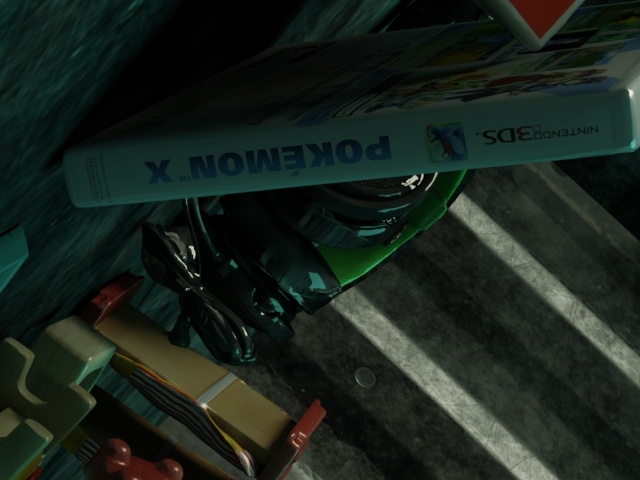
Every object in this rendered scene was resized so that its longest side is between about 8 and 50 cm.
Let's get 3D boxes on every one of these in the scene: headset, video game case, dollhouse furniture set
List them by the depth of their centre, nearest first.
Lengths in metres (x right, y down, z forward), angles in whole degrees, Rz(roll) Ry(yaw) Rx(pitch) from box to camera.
[{"bbox_3d":[0.057,-0.084,1.102,0.300,0.036,0.329,-5,-167,20],"label":"video game case"},{"bbox_3d":[-0.150,0.167,1.409,0.152,0.201,0.374,-56,175,15],"label":"dollhouse furniture set"},{"bbox_3d":[0.000,0.000,1.557,0.243,0.185,0.394,-47,158,29],"label":"headset"}]

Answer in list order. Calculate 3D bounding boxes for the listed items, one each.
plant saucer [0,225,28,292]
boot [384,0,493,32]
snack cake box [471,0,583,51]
[{"bbox_3d":[-0.224,0.069,1.080,0.192,0.018,0.067,-48,176,29],"label":"plant saucer"},{"bbox_3d":[0.149,-0.244,1.627,0.263,0.091,0.229,-50,173,-26],"label":"boot"},{"bbox_3d":[0.147,-0.243,0.992,0.264,0.089,0.152,-47,151,3],"label":"snack cake box"}]
